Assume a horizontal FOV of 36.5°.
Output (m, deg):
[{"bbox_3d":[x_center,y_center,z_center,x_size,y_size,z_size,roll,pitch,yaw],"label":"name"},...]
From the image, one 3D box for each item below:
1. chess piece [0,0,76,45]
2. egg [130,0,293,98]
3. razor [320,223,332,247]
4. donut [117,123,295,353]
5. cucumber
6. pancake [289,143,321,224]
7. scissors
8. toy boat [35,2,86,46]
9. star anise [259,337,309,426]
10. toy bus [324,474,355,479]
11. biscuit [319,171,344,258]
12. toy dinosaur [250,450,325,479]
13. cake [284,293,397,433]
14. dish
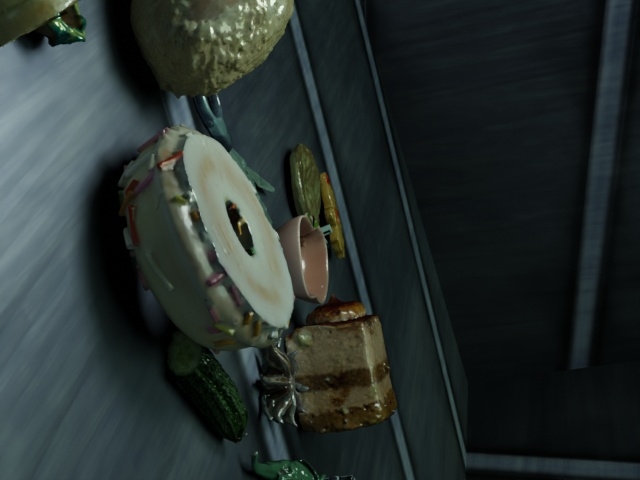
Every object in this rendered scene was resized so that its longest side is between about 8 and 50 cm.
[{"bbox_3d":[-0.408,-0.384,1.140,0.300,0.137,0.137,61,21,-17],"label":"chess piece"},{"bbox_3d":[-0.187,-0.389,1.635,0.310,0.279,0.279,-60,146,-23],"label":"egg"},{"bbox_3d":[-0.002,-0.007,2.404,0.211,0.084,0.035,43,26,-80],"label":"razor"},{"bbox_3d":[-0.179,0.005,1.512,0.382,0.142,0.382,59,14,-25],"label":"donut"},{"bbox_3d":[-0.175,0.247,1.592,0.265,0.077,0.077,63,23,-46],"label":"cucumber"},{"bbox_3d":[-0.036,-0.127,2.380,0.236,0.042,0.222,-31,112,-75],"label":"pancake"},{"bbox_3d":[-0.166,-0.148,1.954,0.383,0.029,0.256,47,35,-60],"label":"scissors"},{"bbox_3d":[-0.367,-0.407,1.308,0.108,0.099,0.292,-9,96,-74],"label":"toy boat"},{"bbox_3d":[-0.082,0.277,1.917,0.180,0.061,0.204,61,24,-46],"label":"star anise"},{"bbox_3d":[0.017,0.518,2.001,0.075,0.123,0.060,47,36,-69],"label":"toy bus"},{"bbox_3d":[0.032,-0.069,2.545,0.166,0.036,0.225,63,15,-69],"label":"biscuit"},{"bbox_3d":[-0.063,0.470,1.843,0.292,0.079,0.120,26,49,-59],"label":"toy dinosaur"},{"bbox_3d":[0.046,0.262,2.127,0.199,0.196,0.293,-1,82,-72],"label":"cake"},{"bbox_3d":[-0.054,0.042,2.121,0.213,0.090,0.213,-8,90,-73],"label":"dish"}]
